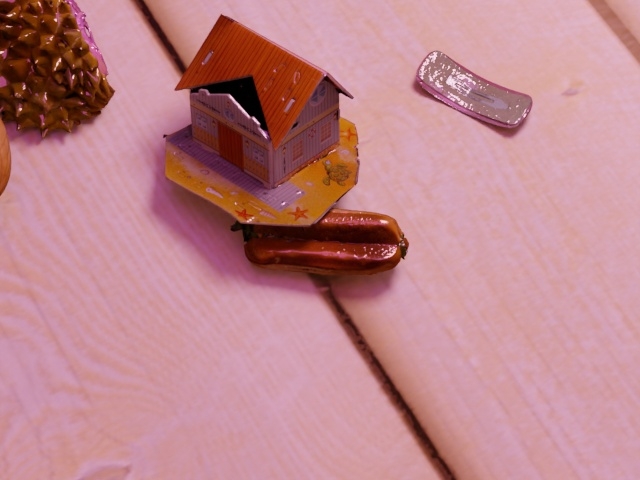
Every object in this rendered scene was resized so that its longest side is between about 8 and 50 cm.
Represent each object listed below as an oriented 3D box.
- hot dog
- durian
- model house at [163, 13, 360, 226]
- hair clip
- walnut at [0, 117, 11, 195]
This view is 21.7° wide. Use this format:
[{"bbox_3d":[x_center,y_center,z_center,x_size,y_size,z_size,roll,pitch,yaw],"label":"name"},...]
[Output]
[{"bbox_3d":[0.000,0.000,1.774,0.188,0.055,0.072,5,88,6],"label":"hot dog"},{"bbox_3d":[-0.336,-0.240,1.877,0.186,0.154,0.260,-40,58,3],"label":"durian"},{"bbox_3d":[-0.052,-0.138,1.772,0.219,0.136,0.207,33,51,32],"label":"model house"},{"bbox_3d":[0.175,-0.170,1.905,0.137,0.022,0.054,27,62,13],"label":"hair clip"},{"bbox_3d":[-0.401,-0.098,1.768,0.144,0.144,0.180,-15,65,-11],"label":"walnut"}]
